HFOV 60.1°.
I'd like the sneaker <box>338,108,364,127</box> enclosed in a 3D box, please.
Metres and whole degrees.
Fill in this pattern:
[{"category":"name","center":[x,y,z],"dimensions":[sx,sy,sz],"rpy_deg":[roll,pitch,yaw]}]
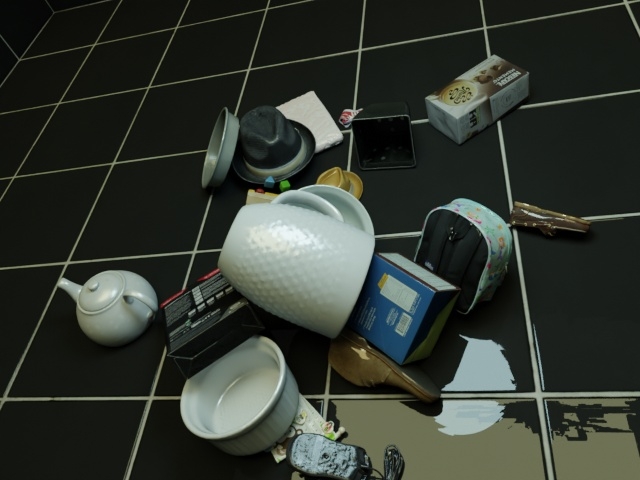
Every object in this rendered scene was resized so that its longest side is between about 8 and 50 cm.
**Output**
[{"category":"sneaker","center":[0.122,-0.442,1.998],"dimensions":[0.118,0.042,0.067],"rpy_deg":[8,51,34]}]

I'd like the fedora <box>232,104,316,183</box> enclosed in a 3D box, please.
[{"category":"fedora","center":[-0.180,-0.349,1.884],"dimensions":[0.333,0.153,0.334],"rpy_deg":[-10,50,12]}]

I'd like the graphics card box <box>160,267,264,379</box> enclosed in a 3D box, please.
[{"category":"graphics card box","center":[-0.302,0.201,1.487],"dimensions":[0.232,0.094,0.371],"rpy_deg":[-33,20,-10]}]

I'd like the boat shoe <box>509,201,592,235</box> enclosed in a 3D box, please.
[{"category":"boat shoe","center":[0.618,-0.047,1.496],"dimensions":[0.206,0.073,0.073],"rpy_deg":[19,98,34]}]

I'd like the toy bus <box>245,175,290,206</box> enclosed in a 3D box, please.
[{"category":"toy bus","center":[-0.151,-0.087,1.761],"dimensions":[0.191,0.104,0.202],"rpy_deg":[-30,66,-33]}]

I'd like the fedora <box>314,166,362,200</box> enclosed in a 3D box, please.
[{"category":"fedora","center":[0.042,-0.172,1.782],"dimensions":[0.194,0.079,0.194],"rpy_deg":[-9,49,11]}]

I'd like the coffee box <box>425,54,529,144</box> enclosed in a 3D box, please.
[{"category":"coffee box","center":[0.520,-0.468,1.831],"dimensions":[0.297,0.119,0.168],"rpy_deg":[-33,48,-8]}]

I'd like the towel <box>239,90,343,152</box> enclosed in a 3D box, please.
[{"category":"towel","center":[-0.118,-0.392,2.034],"dimensions":[0.331,0.053,0.317],"rpy_deg":[-25,48,-1]}]

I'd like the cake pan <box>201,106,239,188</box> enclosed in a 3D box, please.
[{"category":"cake pan","center":[-0.350,-0.317,1.938],"dimensions":[0.054,0.293,0.293],"rpy_deg":[14,46,-21]}]

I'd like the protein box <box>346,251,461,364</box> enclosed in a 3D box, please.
[{"category":"protein box","center":[0.195,0.159,1.360],"dimensions":[0.201,0.136,0.200],"rpy_deg":[33,109,36]}]

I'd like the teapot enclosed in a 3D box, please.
[{"category":"teapot","center":[-0.624,0.181,1.653],"dimensions":[0.256,0.187,0.253],"rpy_deg":[-28,49,-6]}]

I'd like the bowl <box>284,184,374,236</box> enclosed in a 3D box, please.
[{"category":"bowl","center":[0.000,0.000,1.583],"dimensions":[0.297,0.134,0.298],"rpy_deg":[0,82,-3]}]

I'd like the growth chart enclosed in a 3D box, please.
[{"category":"growth chart","center":[-0.076,0.455,1.352],"dimensions":[0.172,0.021,0.237],"rpy_deg":[-44,51,-17]}]

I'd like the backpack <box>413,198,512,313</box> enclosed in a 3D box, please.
[{"category":"backpack","center":[0.363,0.026,1.396],"dimensions":[0.191,0.254,0.225],"rpy_deg":[-23,43,-32]}]

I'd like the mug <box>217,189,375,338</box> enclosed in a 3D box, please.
[{"category":"mug","center":[-0.057,0.019,1.391],"dimensions":[0.327,0.276,0.374],"rpy_deg":[22,48,-3]}]

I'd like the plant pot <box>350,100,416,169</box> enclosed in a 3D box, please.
[{"category":"plant pot","center":[0.220,-0.359,1.818],"dimensions":[0.187,0.188,0.167],"rpy_deg":[-1,39,19]}]

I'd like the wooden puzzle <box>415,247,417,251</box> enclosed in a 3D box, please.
[{"category":"wooden puzzle","center":[0.336,0.014,1.574],"dimensions":[0.116,0.014,0.079],"rpy_deg":[6,50,23]}]

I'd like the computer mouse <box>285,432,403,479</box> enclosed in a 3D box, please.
[{"category":"computer mouse","center":[0.046,0.532,1.214],"dimensions":[0.261,0.060,0.184],"rpy_deg":[7,49,4]}]

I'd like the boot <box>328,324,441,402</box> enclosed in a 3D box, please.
[{"category":"boot","center":[0.149,0.321,1.353],"dimensions":[0.305,0.112,0.115],"rpy_deg":[29,96,30]}]

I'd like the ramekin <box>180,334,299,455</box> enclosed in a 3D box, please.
[{"category":"ramekin","center":[-0.186,0.380,1.346],"dimensions":[0.277,0.135,0.277],"rpy_deg":[-18,39,15]}]
